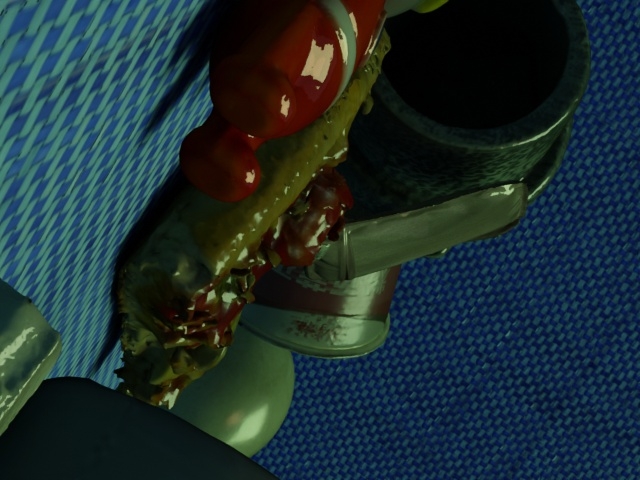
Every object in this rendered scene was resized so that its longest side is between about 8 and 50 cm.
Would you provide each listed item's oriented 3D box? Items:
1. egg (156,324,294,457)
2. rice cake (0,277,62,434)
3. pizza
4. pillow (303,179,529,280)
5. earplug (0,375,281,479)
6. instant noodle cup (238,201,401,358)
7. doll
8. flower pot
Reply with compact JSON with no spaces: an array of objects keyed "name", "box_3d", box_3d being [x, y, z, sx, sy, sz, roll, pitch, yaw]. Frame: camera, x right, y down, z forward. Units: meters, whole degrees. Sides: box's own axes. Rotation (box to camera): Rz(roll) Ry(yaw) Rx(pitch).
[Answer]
[{"name":"egg","box_3d":[-0.133,0.199,1.978,0.186,0.186,0.253,-58,180,41]},{"name":"rice cake","box_3d":[-0.204,0.125,0.660,0.256,0.057,0.052,-56,161,-23]},{"name":"pizza","box_3d":[-0.067,0.011,1.314,0.406,0.130,0.440,-61,176,39]},{"name":"pillow","box_3d":[0.093,-0.010,1.449,0.232,0.038,0.131,-16,157,-3]},{"name":"earplug","box_3d":[-0.184,0.326,0.928,0.394,0.312,0.313,-52,176,-37]},{"name":"instant noodle cup","box_3d":[0.000,0.000,1.742,0.235,0.234,0.178,-54,168,-59]},{"name":"doll","box_3d":[0.027,-0.164,0.943,0.336,0.105,0.200,-55,178,-35]},{"name":"flower pot","box_3d":[0.129,-0.136,1.565,0.299,0.299,0.283,-56,175,-17]}]
